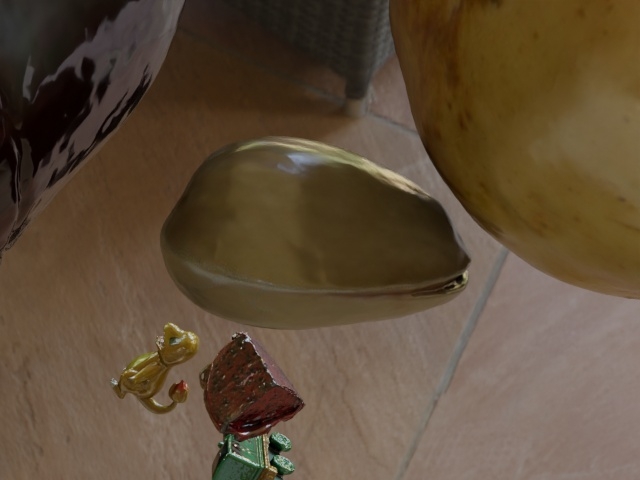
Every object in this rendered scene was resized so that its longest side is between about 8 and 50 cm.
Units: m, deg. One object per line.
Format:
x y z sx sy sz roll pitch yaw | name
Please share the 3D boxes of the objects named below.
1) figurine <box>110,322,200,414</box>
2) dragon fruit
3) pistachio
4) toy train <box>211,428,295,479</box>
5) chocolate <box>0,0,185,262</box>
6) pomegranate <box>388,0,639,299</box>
-0.273 0.233 1.816 0.176 0.121 0.122 -44 87 17 | figurine
-0.111 0.238 1.636 0.120 0.161 0.127 -36 58 7 | dragon fruit
0.000 0.000 0.583 0.185 0.108 0.126 3 19 -23 | pistachio
-0.124 0.387 1.801 0.136 0.091 0.228 27 13 -15 | toy train
-0.247 -0.166 0.514 0.383 0.384 0.331 25 52 9 | chocolate
0.209 -0.119 0.519 0.338 0.338 0.338 3 59 -4 | pomegranate
